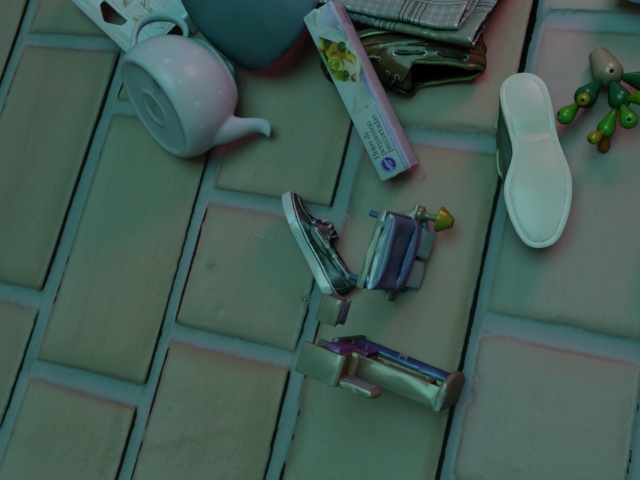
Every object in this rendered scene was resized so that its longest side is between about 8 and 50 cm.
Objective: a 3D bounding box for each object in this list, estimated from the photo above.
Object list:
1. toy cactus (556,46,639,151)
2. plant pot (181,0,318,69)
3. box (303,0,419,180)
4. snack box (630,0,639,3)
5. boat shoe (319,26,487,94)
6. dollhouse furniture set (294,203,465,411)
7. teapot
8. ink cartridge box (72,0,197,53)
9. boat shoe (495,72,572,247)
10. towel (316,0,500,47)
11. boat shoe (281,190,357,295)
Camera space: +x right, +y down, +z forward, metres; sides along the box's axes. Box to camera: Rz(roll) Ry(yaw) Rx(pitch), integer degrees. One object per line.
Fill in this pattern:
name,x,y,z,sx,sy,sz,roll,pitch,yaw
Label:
toy cactus,0.500,-0.249,1.335,0.219,0.112,0.180,-19,51,15
plant pot,-0.157,-0.493,1.491,0.290,0.196,0.290,-21,61,43
box,0.073,-0.265,1.412,0.063,0.067,0.323,-25,93,25
snack box,0.670,-0.444,1.308,0.322,0.060,0.187,26,68,27
boat shoe,0.148,-0.325,1.452,0.308,0.111,0.104,-10,71,16
dollhouse furniture set,0.144,0.087,1.241,0.198,0.286,0.303,19,93,22
teapot,-0.250,-0.299,1.531,0.187,0.256,0.253,-38,35,-24
ink cartridge box,-0.371,-0.538,1.710,0.261,0.066,0.296,-47,66,1
boat shoe,0.354,-0.127,1.340,0.109,0.091,0.304,-4,74,5
towel,0.194,-0.497,1.462,0.324,0.056,0.312,19,59,21
boat shoe,0.000,0.000,1.432,0.070,0.078,0.219,-29,76,10
